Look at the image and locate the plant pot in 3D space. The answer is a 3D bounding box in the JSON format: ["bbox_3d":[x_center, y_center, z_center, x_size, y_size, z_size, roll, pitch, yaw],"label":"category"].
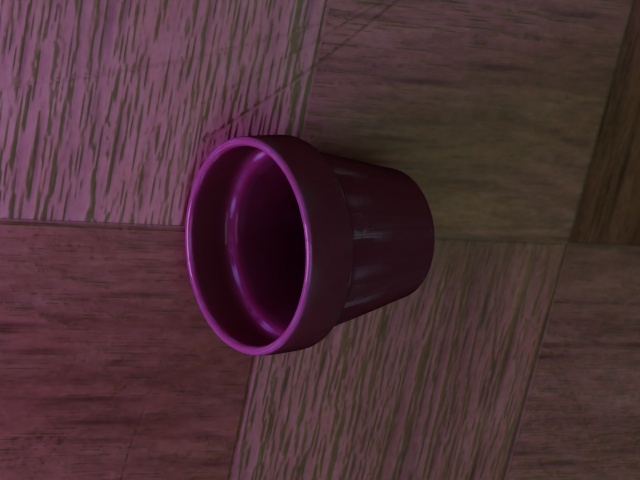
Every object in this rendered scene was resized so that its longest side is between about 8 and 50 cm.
[{"bbox_3d":[0.000,0.000,1.586,0.180,0.201,0.201,-4,117,-38],"label":"plant pot"}]
